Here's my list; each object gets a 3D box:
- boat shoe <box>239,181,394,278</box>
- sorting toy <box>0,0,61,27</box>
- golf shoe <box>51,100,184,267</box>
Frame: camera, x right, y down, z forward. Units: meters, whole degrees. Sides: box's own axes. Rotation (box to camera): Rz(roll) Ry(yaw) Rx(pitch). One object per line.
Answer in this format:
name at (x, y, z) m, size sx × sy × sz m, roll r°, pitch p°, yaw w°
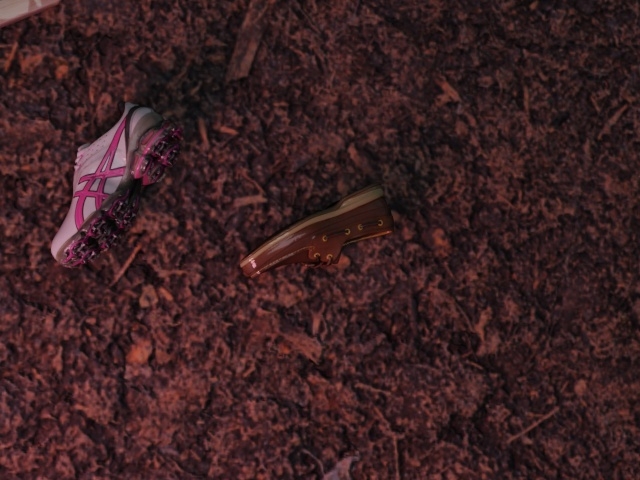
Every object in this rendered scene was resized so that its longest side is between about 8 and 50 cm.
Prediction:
boat shoe at (0.000, 0.000, 1.909) m, size 0.178 × 0.064 × 0.060 m, roll -27°, pitch 90°, yaw -19°
sorting toy at (-0.420, -0.317, 1.813) m, size 0.257 × 0.089 × 0.255 m, roll -25°, pitch 91°, yaw -17°
golf shoe at (-0.222, -0.057, 1.862) m, size 0.086 × 0.067 × 0.186 m, roll 32°, pitch 80°, yaw 22°
